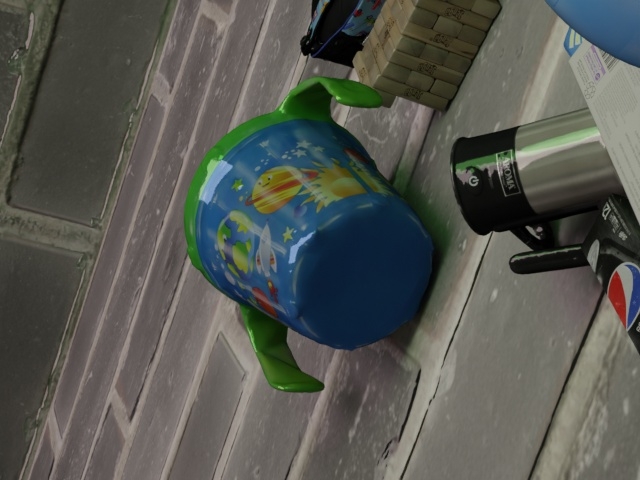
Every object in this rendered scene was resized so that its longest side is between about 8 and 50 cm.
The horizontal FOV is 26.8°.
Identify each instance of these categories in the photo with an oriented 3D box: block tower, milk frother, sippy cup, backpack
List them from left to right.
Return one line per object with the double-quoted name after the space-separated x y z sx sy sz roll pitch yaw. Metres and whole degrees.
0.000 0.000 1.426 0.224 0.240 0.305 38 157 57 "sippy cup"
0.060 -0.304 1.604 0.173 0.117 0.158 137 143 -56 "backpack"
0.150 -0.292 1.400 0.335 0.097 0.091 -61 24 28 "block tower"
0.199 -0.047 1.102 0.135 0.129 0.143 -13 13 28 "milk frother"

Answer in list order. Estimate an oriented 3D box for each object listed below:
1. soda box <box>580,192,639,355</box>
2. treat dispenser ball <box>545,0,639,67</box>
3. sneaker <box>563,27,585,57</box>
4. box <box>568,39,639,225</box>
0.245 0.037 0.955 0.169 0.060 0.053 -105 33 -55 "soda box"
0.250 -0.240 0.812 0.288 0.288 0.288 -165 90 -70 "treat dispenser ball"
0.240 -0.223 1.113 0.126 0.091 0.240 135 144 -55 "sneaker"
0.255 -0.028 0.905 0.067 0.063 0.324 -58 35 41 "box"
